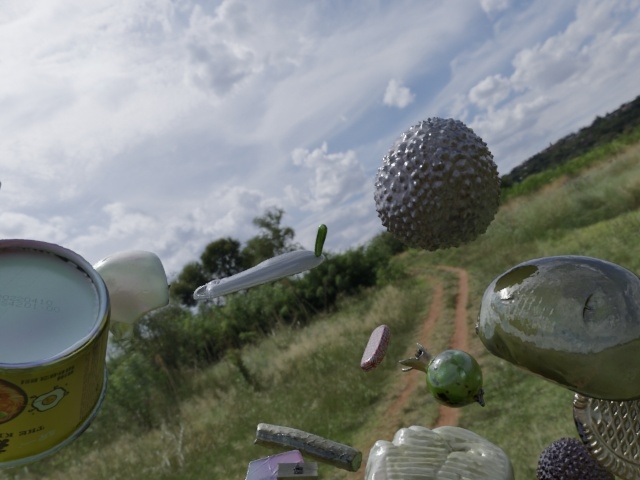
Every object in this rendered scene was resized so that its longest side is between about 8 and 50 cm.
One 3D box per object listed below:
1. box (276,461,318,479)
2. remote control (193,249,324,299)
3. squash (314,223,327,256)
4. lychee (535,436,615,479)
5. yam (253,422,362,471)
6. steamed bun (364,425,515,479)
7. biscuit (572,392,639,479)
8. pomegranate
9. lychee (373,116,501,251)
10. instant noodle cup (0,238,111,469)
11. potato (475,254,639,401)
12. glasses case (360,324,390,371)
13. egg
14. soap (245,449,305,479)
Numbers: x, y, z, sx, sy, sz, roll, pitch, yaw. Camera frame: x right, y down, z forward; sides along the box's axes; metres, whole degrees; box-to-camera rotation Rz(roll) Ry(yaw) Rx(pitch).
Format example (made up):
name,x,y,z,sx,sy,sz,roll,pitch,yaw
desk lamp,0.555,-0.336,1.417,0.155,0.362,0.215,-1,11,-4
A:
name,x,y,z,sx,sy,sz,roll,pitch,yaw
box,-0.046,0.468,0.981,0.079,0.083,0.035,1,25,-5
remote control,-0.139,0.074,1.190,0.313,0.055,0.109,-16,3,-35
squash,-0.001,-0.001,1.203,0.027,0.027,0.089,-18,-47,-41
lychee,0.592,0.562,1.185,0.188,0.188,0.188,-25,-9,-4
yam,-0.048,0.642,1.594,0.371,0.083,0.083,2,5,28
steamed bun,0.271,0.613,1.157,0.339,0.247,0.352,-3,27,7
biscuit,0.607,0.329,0.932,0.259,0.259,0.079,-30,-35,28
pomegranate,0.312,0.350,1.305,0.220,0.156,0.156,1,6,30
lychee,0.260,-0.120,1.122,0.300,0.300,0.300,-25,-9,-4
instant noodle cup,-0.497,0.170,0.835,0.325,0.325,0.254,-17,-30,-46
potato,0.451,0.143,0.912,0.326,0.221,0.243,22,75,50
glasses case,0.180,0.337,1.589,0.073,0.049,0.194,-38,9,33
egg,-0.498,0.125,1.240,0.161,0.206,0.271,6,-25,-41
soap,-0.079,0.628,1.102,0.193,0.109,0.324,-7,26,-20
